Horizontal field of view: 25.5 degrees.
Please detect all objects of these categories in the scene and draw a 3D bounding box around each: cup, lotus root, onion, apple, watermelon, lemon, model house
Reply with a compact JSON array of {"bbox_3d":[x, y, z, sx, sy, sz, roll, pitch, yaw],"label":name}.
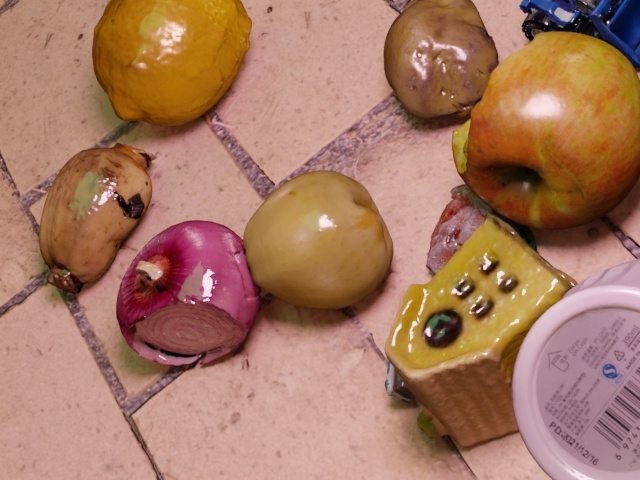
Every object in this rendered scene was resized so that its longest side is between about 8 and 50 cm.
[{"bbox_3d":[0.350,0.133,1.411,0.253,0.371,0.253,0,90,29],"label":"cup"},{"bbox_3d":[-0.337,-0.047,2.123,0.154,0.140,0.257,6,66,40],"label":"lotus root"},{"bbox_3d":[-0.179,0.062,1.934,0.207,0.200,0.201,121,151,-45],"label":"onion"},{"bbox_3d":[0.290,-0.143,1.761,0.246,0.246,0.226,8,52,34],"label":"apple"},{"bbox_3d":[0.197,0.003,1.829,0.139,0.071,0.187,-35,47,9],"label":"watermelon"},{"bbox_3d":[0.000,0.000,1.867,0.200,0.200,0.200,-15,51,20],"label":"apple"},{"bbox_3d":[-0.233,-0.303,2.189,0.233,0.233,0.288,15,68,37],"label":"lemon"},{"bbox_3d":[0.195,0.128,1.652,0.234,0.193,0.175,-45,50,-7],"label":"model house"}]

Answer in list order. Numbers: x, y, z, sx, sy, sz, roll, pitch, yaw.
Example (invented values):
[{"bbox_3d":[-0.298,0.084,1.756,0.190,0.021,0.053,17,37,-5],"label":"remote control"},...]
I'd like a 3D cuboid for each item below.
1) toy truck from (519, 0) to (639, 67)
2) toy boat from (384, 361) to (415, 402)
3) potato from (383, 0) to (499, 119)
[{"bbox_3d":[0.375,-0.318,1.917,0.208,0.126,0.113,22,70,38],"label":"toy truck"},{"bbox_3d":[0.112,0.139,1.788,0.066,0.059,0.140,-20,45,52],"label":"toy boat"},{"bbox_3d":[0.167,-0.260,1.994,0.154,0.137,0.200,-3,50,-9],"label":"potato"}]
